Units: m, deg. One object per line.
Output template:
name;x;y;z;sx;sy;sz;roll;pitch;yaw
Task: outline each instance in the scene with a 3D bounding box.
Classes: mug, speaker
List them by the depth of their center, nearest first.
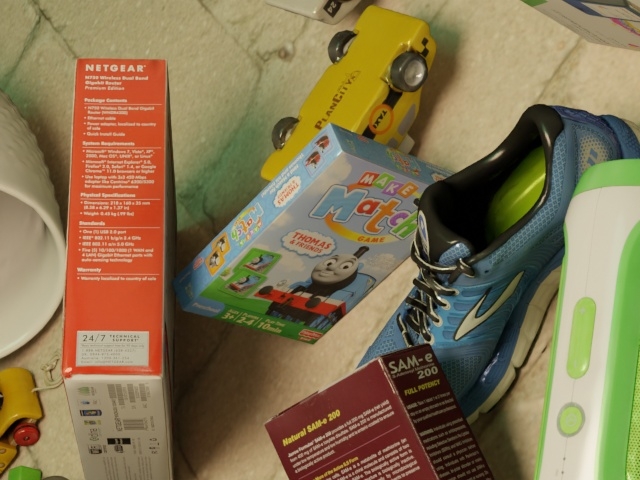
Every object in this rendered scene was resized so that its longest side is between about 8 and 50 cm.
speaker;0.215;0.101;1.086;0.131;0.131;0.296;-7;68;48
mug;-0.453;-0.019;1.839;0.328;0.276;0.374;-114;26;-48

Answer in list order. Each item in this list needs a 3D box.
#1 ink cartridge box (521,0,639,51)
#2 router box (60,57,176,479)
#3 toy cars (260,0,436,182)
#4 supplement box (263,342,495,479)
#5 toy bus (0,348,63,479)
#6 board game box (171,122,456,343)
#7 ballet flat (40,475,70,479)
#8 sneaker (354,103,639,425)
ink cartridge box;0.241;-0.202;1.176;0.212;0.154;0.093;18;87;51
router box;-0.176;0.049;1.449;0.335;0.082;0.301;97;172;-62
toy cars;0.038;-0.193;1.461;0.176;0.087;0.393;-21;50;28
supplement box;0.068;0.212;1.174;0.130;0.073;0.239;-32;77;36
toy bus;-0.390;0.206;1.755;0.191;0.104;0.202;-4;70;48
board game box;0.000;0.000;1.355;0.211;0.160;0.039;-45;49;27
ballet flat;-0.209;0.304;1.546;0.084;0.058;0.250;-41;38;-23
sneaker;0.108;0.021;1.233;0.330;0.147;0.130;-55;40;18
